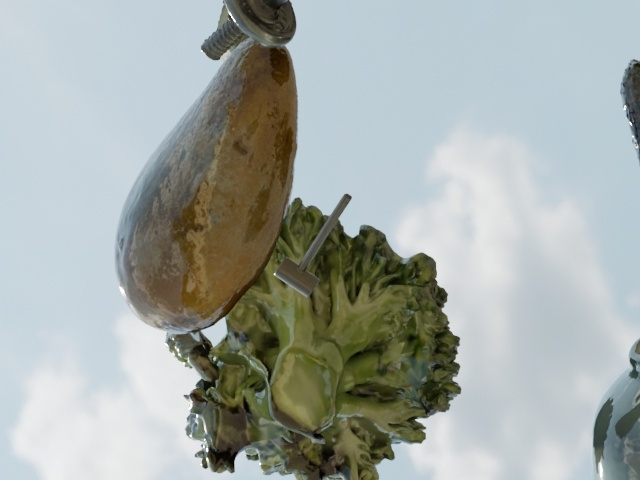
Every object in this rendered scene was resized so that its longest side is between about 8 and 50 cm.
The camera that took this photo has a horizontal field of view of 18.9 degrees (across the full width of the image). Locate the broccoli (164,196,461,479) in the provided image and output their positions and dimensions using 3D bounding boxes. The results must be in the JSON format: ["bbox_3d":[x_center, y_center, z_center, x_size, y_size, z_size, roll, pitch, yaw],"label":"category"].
[{"bbox_3d":[-0.018,0.130,2.186,0.324,0.334,0.272,35,-169,28],"label":"broccoli"}]

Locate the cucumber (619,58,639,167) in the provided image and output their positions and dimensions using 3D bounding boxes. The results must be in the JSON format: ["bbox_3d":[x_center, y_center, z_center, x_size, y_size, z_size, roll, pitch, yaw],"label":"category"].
[{"bbox_3d":[0.335,-0.071,1.849,0.067,0.067,0.245,20,-124,-52],"label":"cucumber"}]

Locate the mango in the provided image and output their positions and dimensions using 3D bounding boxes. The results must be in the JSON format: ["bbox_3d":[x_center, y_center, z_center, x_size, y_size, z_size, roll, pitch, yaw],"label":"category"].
[{"bbox_3d":[-0.102,-0.055,1.919,0.146,0.316,0.193,23,-176,-27],"label":"mango"}]

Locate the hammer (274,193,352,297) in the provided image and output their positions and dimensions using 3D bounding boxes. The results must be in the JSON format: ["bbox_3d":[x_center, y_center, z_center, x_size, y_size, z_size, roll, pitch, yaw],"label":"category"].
[{"bbox_3d":[0.000,0.000,1.592,0.035,0.110,0.019,35,-144,3],"label":"hammer"}]

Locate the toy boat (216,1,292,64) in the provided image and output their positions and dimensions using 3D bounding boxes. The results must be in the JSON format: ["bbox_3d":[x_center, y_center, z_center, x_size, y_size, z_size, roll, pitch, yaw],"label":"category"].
[{"bbox_3d":[-0.059,-0.251,2.028,0.066,0.065,0.172,21,-86,-40],"label":"toy boat"}]

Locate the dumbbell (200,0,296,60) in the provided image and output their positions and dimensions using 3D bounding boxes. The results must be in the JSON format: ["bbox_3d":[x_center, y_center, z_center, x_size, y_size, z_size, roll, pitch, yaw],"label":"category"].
[{"bbox_3d":[-0.017,-0.232,1.643,0.081,0.254,0.081,30,-140,-29],"label":"dumbbell"}]

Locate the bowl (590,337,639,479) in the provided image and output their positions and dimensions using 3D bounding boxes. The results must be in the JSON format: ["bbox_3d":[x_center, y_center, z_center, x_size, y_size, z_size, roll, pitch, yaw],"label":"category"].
[{"bbox_3d":[0.363,0.145,1.738,0.289,0.289,0.146,-37,-71,-60],"label":"bowl"}]
